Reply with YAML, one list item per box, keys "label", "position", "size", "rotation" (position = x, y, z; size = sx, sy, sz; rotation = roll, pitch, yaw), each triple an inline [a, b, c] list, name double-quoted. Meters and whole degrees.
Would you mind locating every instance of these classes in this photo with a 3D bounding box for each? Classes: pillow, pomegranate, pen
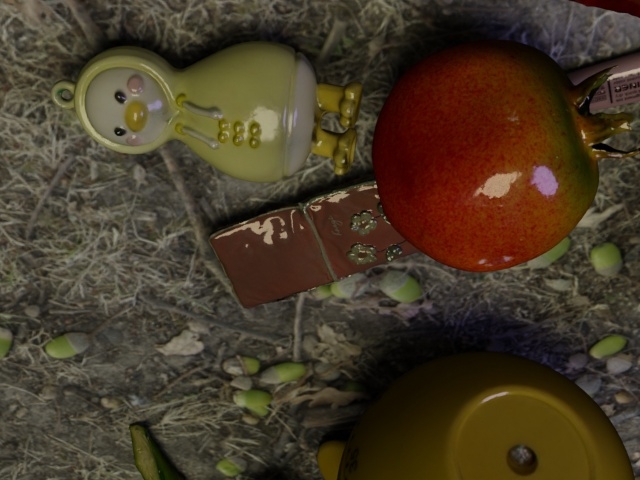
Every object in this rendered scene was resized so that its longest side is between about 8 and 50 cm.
- label: "pillow"
  position: [0.000, 0.000, 1.269]
  size: [0.232, 0.043, 0.126]
  rotation: [-19, 127, 12]
- label: "pomegranate"
  position: [0.175, -0.084, 1.103]
  size: [0.256, 0.221, 0.221]
  rotation: [-15, 128, 25]
- label: "pen"
  position: [0.324, -0.164, 1.173]
  size: [0.197, 0.032, 0.053]
  rotation: [-15, 127, 9]

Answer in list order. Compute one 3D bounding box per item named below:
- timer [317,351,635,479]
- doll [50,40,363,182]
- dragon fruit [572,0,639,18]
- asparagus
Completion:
- label: "timer"
  position: [0.176, 0.312, 1.362]
  size: [0.376, 0.376, 0.387]
  rotation: [7, 149, -10]
- label: "doll"
  position: [-0.110, -0.123, 1.118]
  size: [0.296, 0.117, 0.141]
  rotation: [1, 125, -5]
- label: "dragon fruit"
  position: [0.231, -0.337, 0.913]
  size: [0.286, 0.228, 0.329]
  rotation: [7, 129, -8]
- label: "asparagus"
  position: [-0.202, 0.303, 1.488]
  size: [0.045, 0.041, 0.178]
  rotation: [-22, 125, 3]
